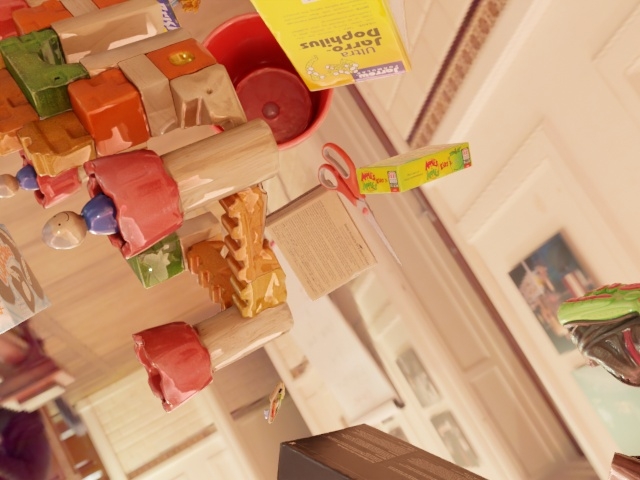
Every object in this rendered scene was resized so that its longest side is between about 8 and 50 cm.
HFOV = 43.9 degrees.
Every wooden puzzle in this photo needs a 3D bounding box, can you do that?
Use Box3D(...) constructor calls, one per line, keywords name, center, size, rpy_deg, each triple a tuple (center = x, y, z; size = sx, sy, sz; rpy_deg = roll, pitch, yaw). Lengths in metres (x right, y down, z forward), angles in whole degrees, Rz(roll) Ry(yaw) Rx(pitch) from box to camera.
Box3D(name="wooden puzzle", center=(-0.100, 0.364, 1.788), size=(0.116, 0.014, 0.079), rpy_deg=(-61, 157, -50))

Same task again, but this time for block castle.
Box3D(name="block castle", center=(-0.229, -0.071, 0.836), size=(0.213, 0.453, 0.303), rpy_deg=(-24, 138, -22))

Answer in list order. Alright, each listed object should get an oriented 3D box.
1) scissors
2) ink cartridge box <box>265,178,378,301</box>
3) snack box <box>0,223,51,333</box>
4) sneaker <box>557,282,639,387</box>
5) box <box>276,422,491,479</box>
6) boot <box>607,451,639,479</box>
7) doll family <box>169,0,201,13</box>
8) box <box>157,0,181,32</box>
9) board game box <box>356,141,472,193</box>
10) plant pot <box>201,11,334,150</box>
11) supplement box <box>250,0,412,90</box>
Box3D(name="scissors", center=(0.088, -0.081, 1.642), size=(0.021, 0.297, 0.109), rpy_deg=(-19, 147, -39))
Box3D(name="ink cartridge box", center=(0.000, 0.000, 1.937), size=(0.193, 0.235, 0.088), rpy_deg=(-30, -160, 2))
Box3D(name="snack box", center=(-0.576, 0.063, 1.407), size=(0.060, 0.187, 0.322), rpy_deg=(-30, -174, -7))
Box3D(name="sneaker", center=(0.671, 0.189, 1.569), size=(0.185, 0.202, 0.483), rpy_deg=(-22, -177, -15))
Box3D(name="box", center=(0.087, 0.364, 1.148), size=(0.184, 0.103, 0.261), rpy_deg=(3, -173, -43))
Box3D(name="boot", center=(0.464, 0.322, 0.987), size=(0.090, 0.207, 0.248), rpy_deg=(-62, 155, -18))
Box3D(name="doll family", center=(-0.295, -0.485, 1.504), size=(0.118, 0.163, 0.263), rpy_deg=(97, 9, -58))
Box3D(name="box", center=(-0.277, -0.357, 1.406), size=(0.059, 0.169, 0.054), rpy_deg=(-22, 175, -32))
Box3D(name="board game box", center=(0.155, -0.119, 1.299), size=(0.181, 0.043, 0.092), rpy_deg=(-22, -165, -39))
Box3D(name="plant pot", center=(-0.108, -0.292, 1.611), size=(0.275, 0.275, 0.243), rpy_deg=(-30, 176, -2))
Box3D(name="supplement box", center=(0.015, -0.422, 1.289), size=(0.195, 0.194, 0.356), rpy_deg=(-8, 160, 16))
